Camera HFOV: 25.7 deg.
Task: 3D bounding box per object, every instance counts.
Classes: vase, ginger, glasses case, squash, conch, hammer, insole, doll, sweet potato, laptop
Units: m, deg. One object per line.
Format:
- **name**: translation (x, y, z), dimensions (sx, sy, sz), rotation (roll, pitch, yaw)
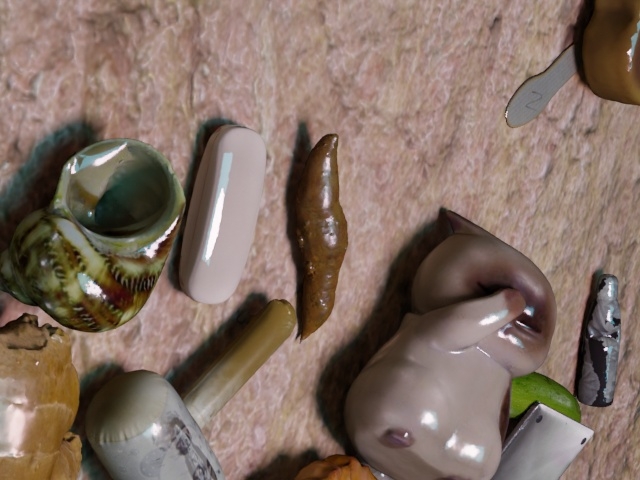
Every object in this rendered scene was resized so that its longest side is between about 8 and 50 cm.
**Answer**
- **vase**: translation (0.441, 0.155, 2.207), dimensions (0.060, 0.060, 0.211), rotation (-11, 109, -44)
- **ginger**: translation (-0.352, 0.251, 1.394), dimensions (0.375, 0.166, 0.236), rotation (-57, 178, 17)
- **glasses case**: translation (-0.109, -0.029, 1.575), dimensions (0.081, 0.051, 0.204), rotation (10, 95, -46)
- **squash**: translation (0.300, 0.230, 2.065), dimensions (0.292, 0.082, 0.082), rotation (24, 84, -46)
- **conch**: translation (-0.235, 0.001, 1.409), dimensions (0.181, 0.124, 0.187), rotation (-7, 79, -34)
- **hammer**: translation (-0.125, 0.171, 1.591), dimensions (0.305, 0.113, 0.202), rotation (-50, 136, -31)
- **insole**: translation (0.320, -0.220, 2.003), dimensions (0.188, 0.004, 0.064), rotation (-43, 131, -29)
- **doll**: translation (0.172, 0.160, 1.815), dimensions (0.215, 0.226, 0.370), rotation (33, 81, -11)
- **sweet potato**: translation (0.000, 0.000, 1.694), dimensions (0.067, 0.067, 0.274), rotation (-18, 120, -42)
- **laptop**: translation (0.287, 0.367, 2.085), dimensions (0.187, 0.015, 0.269), rotation (29, 100, -48)

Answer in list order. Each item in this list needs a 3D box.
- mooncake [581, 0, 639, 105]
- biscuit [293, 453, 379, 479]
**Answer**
- **mooncake**: translation (0.477, -0.314, 2.055), dimensions (0.234, 0.117, 0.235), rotation (-20, 118, -43)
- **biscuit**: translation (0.006, 0.430, 1.752), dimensions (0.325, 0.107, 0.326), rotation (-3, 90, -67)
